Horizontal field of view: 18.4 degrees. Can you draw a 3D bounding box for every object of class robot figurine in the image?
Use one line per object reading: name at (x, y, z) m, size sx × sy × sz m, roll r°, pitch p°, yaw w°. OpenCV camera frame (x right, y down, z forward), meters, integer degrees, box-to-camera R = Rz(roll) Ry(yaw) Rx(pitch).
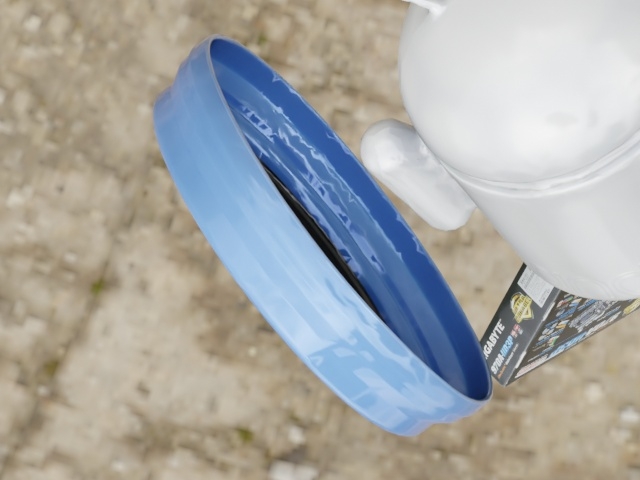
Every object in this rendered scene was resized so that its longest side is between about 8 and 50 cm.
robot figurine at (0.181, -0.091, 1.344) m, size 0.300 × 0.199 × 0.353 m, roll -25°, pitch 143°, yaw 17°

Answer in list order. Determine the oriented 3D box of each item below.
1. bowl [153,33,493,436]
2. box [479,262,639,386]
bowl at (0.000, 0.000, 1.678) m, size 0.077 × 0.391 × 0.391 m, roll -37°, pitch 122°, yaw 12°
box at (0.267, 0.037, 1.939) m, size 0.051 × 0.220 × 0.175 m, roll 49°, pitch 143°, yaw 22°
